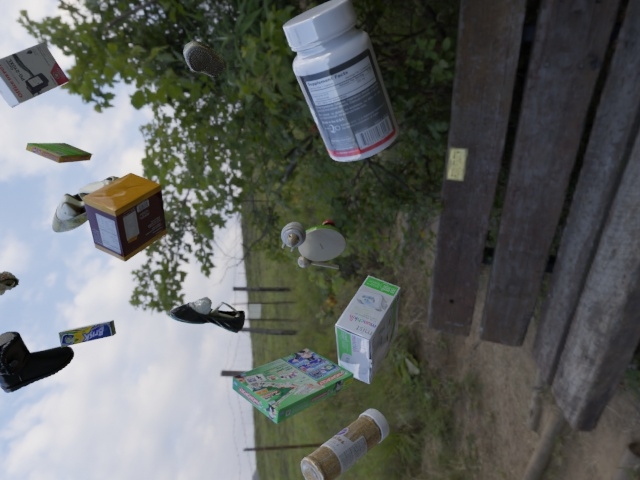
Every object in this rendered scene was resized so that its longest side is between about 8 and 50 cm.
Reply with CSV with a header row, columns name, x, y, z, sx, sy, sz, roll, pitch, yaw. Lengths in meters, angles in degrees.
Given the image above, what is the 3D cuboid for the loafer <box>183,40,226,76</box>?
name,x,y,z,sx,sy,sz,roll,pitch,yaw
loafer,-0.454,-0.699,1.773,0.092,0.102,0.268,53,-170,2

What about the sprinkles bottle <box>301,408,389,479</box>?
name,x,y,z,sx,sy,sz,roll,pitch,yaw
sprinkles bottle,0.097,0.748,1.686,0.356,0.121,0.121,-20,-62,-40

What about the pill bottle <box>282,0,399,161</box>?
name,x,y,z,sx,sy,sz,roll,pitch,yaw
pill bottle,0.042,-0.317,0.936,0.161,0.162,0.283,-87,-25,-56

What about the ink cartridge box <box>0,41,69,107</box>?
name,x,y,z,sx,sy,sz,roll,pitch,yaw
ink cartridge box,-1.186,-0.670,1.885,0.237,0.100,0.171,-49,-54,-37

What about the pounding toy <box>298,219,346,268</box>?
name,x,y,z,sx,sy,sz,roll,pitch,yaw
pounding toy,0.000,0.000,1.824,0.236,0.183,0.110,99,169,-46

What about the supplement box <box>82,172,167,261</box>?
name,x,y,z,sx,sy,sz,roll,pitch,yaw
supplement box,-0.606,-0.076,1.468,0.191,0.129,0.194,-48,-27,-48

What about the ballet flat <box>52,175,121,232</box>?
name,x,y,z,sx,sy,sz,roll,pitch,yaw
ballet flat,-0.818,-0.133,1.616,0.123,0.349,0.123,-21,-90,-80

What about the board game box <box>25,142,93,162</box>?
name,x,y,z,sx,sy,sz,roll,pitch,yaw
board game box,-0.982,-0.336,1.773,0.259,0.124,0.039,-87,20,-76

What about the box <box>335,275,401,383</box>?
name,x,y,z,sx,sy,sz,roll,pitch,yaw
box,0.161,0.294,1.522,0.231,0.127,0.261,-51,-30,-35

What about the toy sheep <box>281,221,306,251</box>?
name,x,y,z,sx,sy,sz,roll,pitch,yaw
toy sheep,-0.089,-0.018,1.547,0.132,0.091,0.091,-89,-2,-61

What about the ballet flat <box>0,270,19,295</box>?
name,x,y,z,sx,sy,sz,roll,pitch,yaw
ballet flat,-1.189,0.166,1.721,0.091,0.077,0.241,-63,13,6

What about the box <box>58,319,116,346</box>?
name,x,y,z,sx,sy,sz,roll,pitch,yaw
box,-0.803,0.320,1.611,0.059,0.169,0.054,167,91,-77

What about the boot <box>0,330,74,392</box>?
name,x,y,z,sx,sy,sz,roll,pitch,yaw
boot,-0.987,0.384,1.577,0.094,0.247,0.207,38,140,35

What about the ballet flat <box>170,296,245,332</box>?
name,x,y,z,sx,sy,sz,roll,pitch,yaw
ballet flat,-0.388,0.252,1.644,0.095,0.281,0.096,34,100,50

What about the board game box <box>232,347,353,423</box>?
name,x,y,z,sx,sy,sz,roll,pitch,yaw
board game box,-0.081,0.436,1.444,0.318,0.214,0.046,-9,-69,-44
